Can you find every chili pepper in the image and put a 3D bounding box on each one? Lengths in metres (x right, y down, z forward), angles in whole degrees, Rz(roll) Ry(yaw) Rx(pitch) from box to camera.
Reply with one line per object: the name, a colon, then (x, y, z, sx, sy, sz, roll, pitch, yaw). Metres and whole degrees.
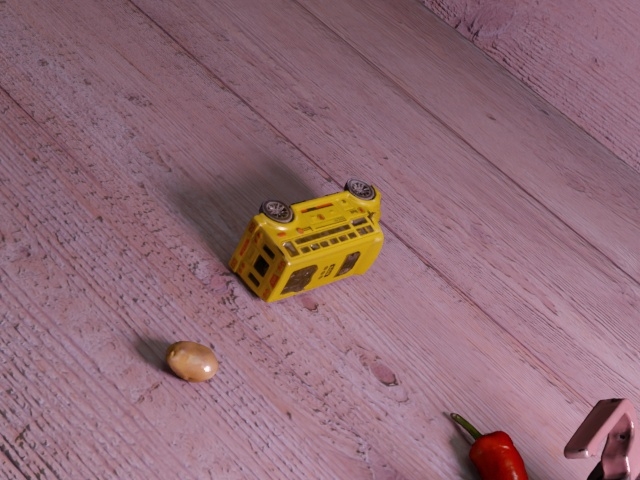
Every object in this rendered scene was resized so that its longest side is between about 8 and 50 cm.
chili pepper: (0.276, 0.415, 1.648, 0.137, 0.091, 0.368, 14, 35, -3)

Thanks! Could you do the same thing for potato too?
potato: (-0.201, 0.188, 1.612, 0.083, 0.062, 0.068, 42, -3, -33)

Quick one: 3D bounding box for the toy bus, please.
toy bus: (0.000, 0.000, 1.904, 0.330, 0.144, 0.152, -17, 56, -43)

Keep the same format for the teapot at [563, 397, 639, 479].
teapot: (0.443, 0.443, 1.530, 0.362, 0.306, 0.376, -22, 100, -57)
